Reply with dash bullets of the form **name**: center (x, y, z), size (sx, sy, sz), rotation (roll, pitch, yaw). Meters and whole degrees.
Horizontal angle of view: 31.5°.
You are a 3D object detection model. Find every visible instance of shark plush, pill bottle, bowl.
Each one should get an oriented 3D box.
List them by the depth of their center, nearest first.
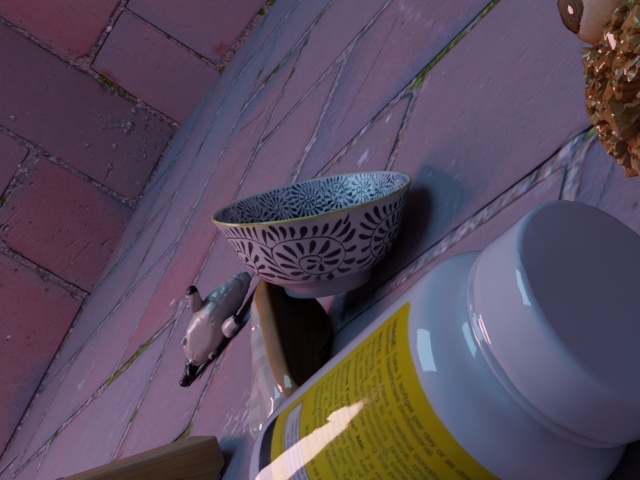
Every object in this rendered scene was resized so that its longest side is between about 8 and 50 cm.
- **pill bottle**: center (0.065, 0.079, 0.520), size (0.208, 0.119, 0.119), rotation (-47, 18, 42)
- **bowl**: center (0.000, 0.000, 0.949), size (0.170, 0.080, 0.170), rotation (-12, 12, 3)
- **shark plush**: center (-0.123, 0.113, 1.331), size (0.067, 0.073, 0.161), rotation (-43, -29, -63)

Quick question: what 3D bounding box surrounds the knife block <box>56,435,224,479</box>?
- **knife block**: center (-0.250, 0.252, 1.005), size (0.275, 0.242, 0.088), rotation (-63, 15, -18)

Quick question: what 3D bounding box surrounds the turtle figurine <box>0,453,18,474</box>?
- **turtle figurine**: center (-0.389, 0.403, 1.469), size (0.175, 0.118, 0.234), rotation (3, 55, 28)

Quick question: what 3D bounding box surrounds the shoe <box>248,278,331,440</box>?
- **shoe**: center (-0.034, 0.092, 0.934), size (0.058, 0.076, 0.219), rotation (-49, 18, 16)

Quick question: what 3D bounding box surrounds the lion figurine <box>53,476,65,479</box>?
- **lion figurine**: center (-0.361, 0.422, 1.190), size (0.392, 0.240, 0.142), rotation (-33, -15, 28)

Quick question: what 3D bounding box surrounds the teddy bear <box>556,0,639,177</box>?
- **teddy bear**: center (0.224, -0.188, 0.550), size (0.338, 0.113, 0.245), rotation (-55, 12, 16)
